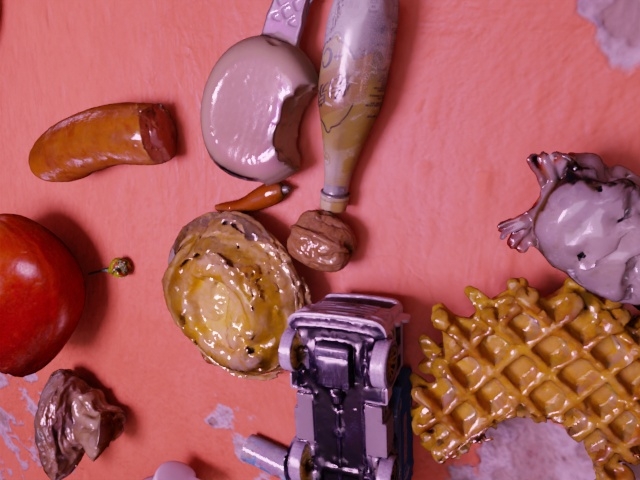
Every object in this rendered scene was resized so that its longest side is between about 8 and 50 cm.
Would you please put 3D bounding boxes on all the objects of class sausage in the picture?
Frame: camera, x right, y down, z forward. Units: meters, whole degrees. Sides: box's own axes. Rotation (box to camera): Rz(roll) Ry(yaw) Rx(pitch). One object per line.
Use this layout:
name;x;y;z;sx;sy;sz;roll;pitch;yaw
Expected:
sausage;-0.354;-0.152;0.758;0.271;0.109;0.108;-8;100;26

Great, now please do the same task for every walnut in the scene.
walnut;0.000;0.000;0.654;0.096;0.082;0.078;26;85;17

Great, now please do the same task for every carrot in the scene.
carrot;-0.101;-0.059;0.708;0.142;0.035;0.035;-15;97;31

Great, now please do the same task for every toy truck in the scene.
toy truck;0.046;0.250;0.644;0.146;0.175;0.367;4;106;22

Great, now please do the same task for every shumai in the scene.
shumai;-0.460;0.353;0.933;0.153;0.161;0.209;-5;79;4

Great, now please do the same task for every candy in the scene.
candy;-0.390;0.053;0.872;0.123;0.035;0.035;-9;69;35

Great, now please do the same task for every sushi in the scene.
sushi;0.345;0.016;0.470;0.332;0.130;0.124;27;113;15

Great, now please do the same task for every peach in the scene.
peach;-0.533;0.096;0.829;0.246;0.248;0.274;-23;103;5

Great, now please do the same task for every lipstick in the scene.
lipstick;-0.055;0.373;0.794;0.158;0.048;0.048;16;110;20

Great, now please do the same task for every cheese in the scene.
cheese;-0.063;-0.218;0.619;0.163;0.082;0.286;29;113;14

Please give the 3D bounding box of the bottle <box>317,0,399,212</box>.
bottle;0.033;-0.163;0.591;0.083;0.083;0.269;19;117;19

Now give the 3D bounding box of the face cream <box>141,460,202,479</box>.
face cream;-0.323;0.536;0.909;0.145;0.145;0.369;35;114;12

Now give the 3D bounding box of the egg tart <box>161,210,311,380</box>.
egg tart;-0.141;0.091;0.718;0.279;0.095;0.278;11;111;31

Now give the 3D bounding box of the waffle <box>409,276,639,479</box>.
waffle;0.254;0.167;0.554;0.293;0.069;0.259;5;104;6
